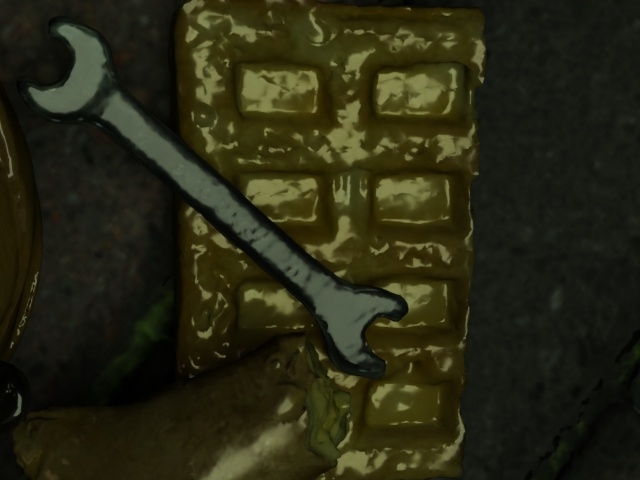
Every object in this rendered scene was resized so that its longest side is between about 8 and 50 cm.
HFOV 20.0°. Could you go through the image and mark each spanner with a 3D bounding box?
[{"bbox_3d":[-0.052,-0.018,0.938,0.254,0.015,0.054,41,89,-14],"label":"spanner"}]

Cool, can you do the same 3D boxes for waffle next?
[{"bbox_3d":[0.000,0.000,0.991,0.168,0.057,0.274,-1,101,-12],"label":"waffle"}]

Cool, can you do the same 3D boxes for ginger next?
[{"bbox_3d":[-0.136,0.196,0.959,0.236,0.166,0.375,21,91,17],"label":"ginger"}]

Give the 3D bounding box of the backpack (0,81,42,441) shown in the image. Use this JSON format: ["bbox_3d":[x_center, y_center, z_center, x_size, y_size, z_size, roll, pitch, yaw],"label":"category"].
[{"bbox_3d":[-0.304,-0.022,0.842,0.378,0.201,0.353,33,96,-14],"label":"backpack"}]
